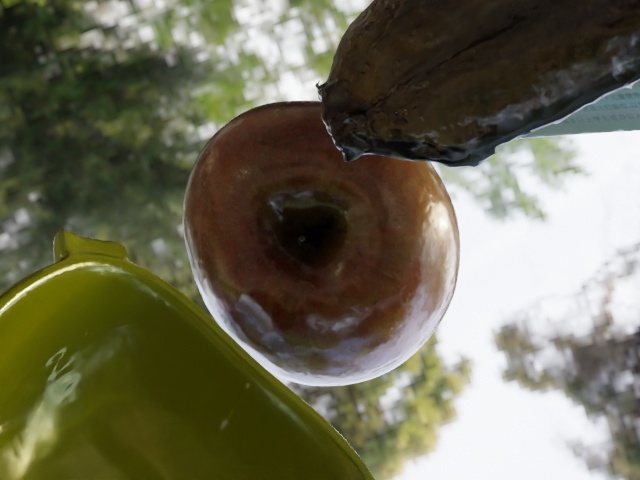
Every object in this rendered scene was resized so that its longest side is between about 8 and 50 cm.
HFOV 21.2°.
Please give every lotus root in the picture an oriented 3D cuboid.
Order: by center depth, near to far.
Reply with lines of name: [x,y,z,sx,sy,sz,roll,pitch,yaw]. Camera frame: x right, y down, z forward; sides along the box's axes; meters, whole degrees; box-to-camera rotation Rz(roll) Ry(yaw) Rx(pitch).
lotus root: [0.139,-0.149,0.865,0.329,0.078,0.167,-29,-141,-5]

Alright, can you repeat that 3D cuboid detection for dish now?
dish: [-0.090,0.137,0.800,0.108,0.262,0.221,-42,-179,30]

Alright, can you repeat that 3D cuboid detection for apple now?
apple: [0.000,0.000,1.477,0.253,0.253,0.253,-17,-157,7]

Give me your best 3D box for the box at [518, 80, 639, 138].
box: [0.188,-0.150,1.317,0.269,0.079,0.135,-1,-128,46]
